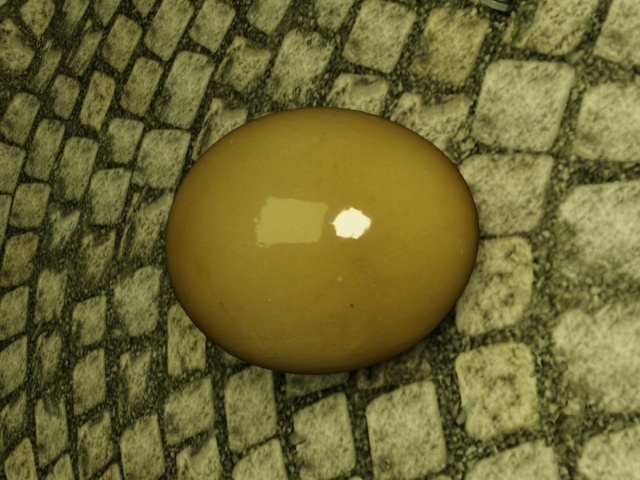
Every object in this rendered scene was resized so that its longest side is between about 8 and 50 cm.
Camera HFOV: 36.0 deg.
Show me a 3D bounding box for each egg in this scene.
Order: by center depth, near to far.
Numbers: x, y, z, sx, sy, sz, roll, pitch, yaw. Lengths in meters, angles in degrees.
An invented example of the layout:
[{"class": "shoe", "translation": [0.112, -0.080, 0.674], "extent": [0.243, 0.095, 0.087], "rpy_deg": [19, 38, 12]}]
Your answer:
[{"class": "egg", "translation": [0.000, 0.000, 1.102], "extent": [0.374, 0.301, 0.301], "rpy_deg": [-5, 73, 33]}]

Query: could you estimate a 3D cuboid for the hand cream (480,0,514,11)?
[{"class": "hand cream", "translation": [0.248, -0.392, 1.104], "extent": [0.095, 0.059, 0.276], "rpy_deg": [-117, 40, -50]}]
